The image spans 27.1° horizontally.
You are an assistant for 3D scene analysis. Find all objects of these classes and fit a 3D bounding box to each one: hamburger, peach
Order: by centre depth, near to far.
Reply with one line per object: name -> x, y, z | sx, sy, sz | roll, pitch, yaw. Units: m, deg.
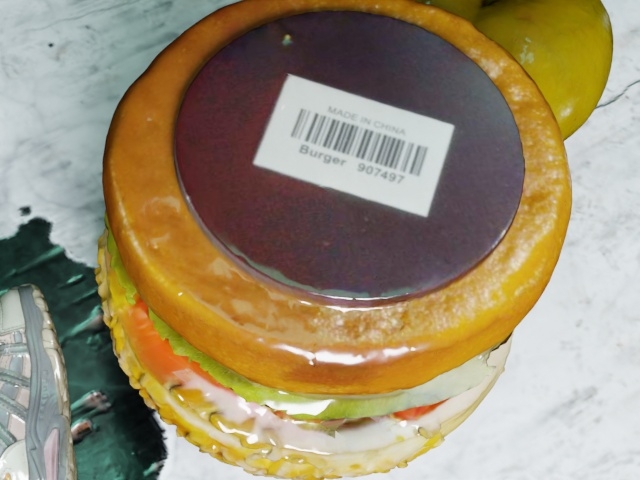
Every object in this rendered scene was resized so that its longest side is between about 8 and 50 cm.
hamburger -> 0.000, 0.000, 0.954 | 0.330, 0.250, 0.330 | 3, 60, -4
peach -> 0.132, -0.177, 1.136 | 0.251, 0.153, 0.251 | 6, 55, -9

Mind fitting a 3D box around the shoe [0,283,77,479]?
shoe -> -0.226, 0.122, 0.950 | 0.092, 0.089, 0.180 | -8, 67, -9
